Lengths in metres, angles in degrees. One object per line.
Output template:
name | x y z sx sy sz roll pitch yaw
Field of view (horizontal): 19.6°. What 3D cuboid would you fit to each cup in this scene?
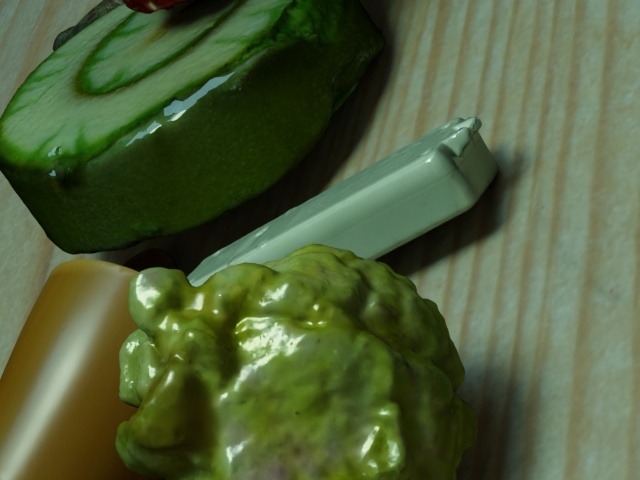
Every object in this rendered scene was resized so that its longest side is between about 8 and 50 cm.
cup | -0.165 0.159 1.435 0.226 0.182 0.264 20 58 17

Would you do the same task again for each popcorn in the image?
popcorn | -0.022 0.116 1.256 0.259 0.259 0.212 -51 -7 -9

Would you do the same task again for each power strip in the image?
power strip | 0.000 0.000 1.506 0.338 0.058 0.098 -28 11 28

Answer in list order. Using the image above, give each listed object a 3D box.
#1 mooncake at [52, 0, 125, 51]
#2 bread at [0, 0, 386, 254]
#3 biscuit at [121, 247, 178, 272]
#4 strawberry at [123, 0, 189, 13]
mooncake | -0.247 -0.211 2.081 0.130 0.073 0.125 -34 34 22
bread | -0.128 -0.138 1.750 0.366 0.129 0.382 -37 26 -9
biscuit | -0.168 0.059 1.710 0.102 0.019 0.130 -36 31 15
strawberry | -0.112 -0.350 1.683 0.257 0.261 0.261 -16 26 -15
